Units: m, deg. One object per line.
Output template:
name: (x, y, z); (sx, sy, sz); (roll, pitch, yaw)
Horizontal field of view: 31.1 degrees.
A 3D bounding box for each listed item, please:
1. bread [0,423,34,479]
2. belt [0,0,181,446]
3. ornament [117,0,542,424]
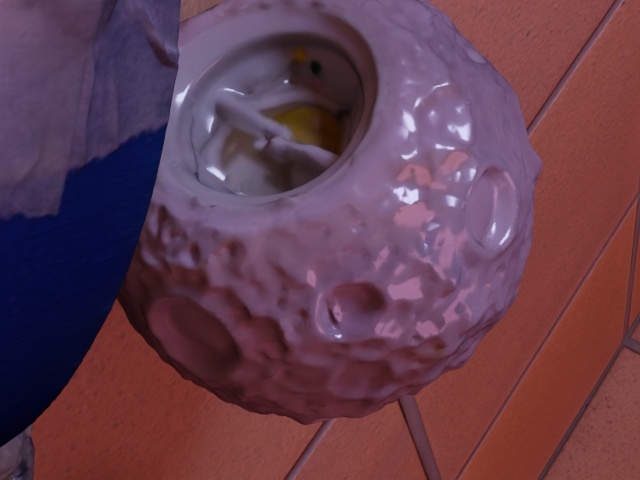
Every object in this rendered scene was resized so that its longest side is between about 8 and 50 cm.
bread: (-0.241, 0.145, 0.479); (0.337, 0.183, 0.102); (-24, 140, -51)
belt: (-0.166, -0.048, 0.375); (0.117, 0.212, 0.347); (-21, 138, -54)
ornament: (0.001, -0.021, 0.676); (0.259, 0.259, 0.225); (-54, 152, -15)
